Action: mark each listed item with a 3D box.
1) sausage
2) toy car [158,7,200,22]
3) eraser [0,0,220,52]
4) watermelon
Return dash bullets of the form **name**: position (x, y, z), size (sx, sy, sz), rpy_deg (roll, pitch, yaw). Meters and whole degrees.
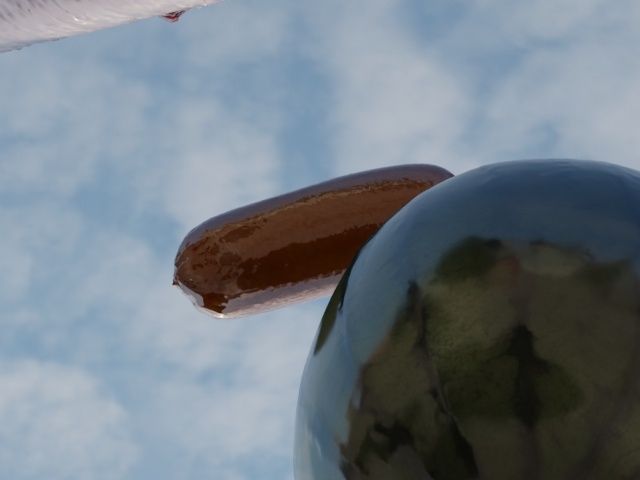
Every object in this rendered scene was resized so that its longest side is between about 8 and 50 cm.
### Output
- **sausage**: position (0.000, 0.000, 1.181), size (0.197, 0.076, 0.076), rpy_deg (-16, -102, -18)
- **toy car**: position (-0.124, -0.147, 0.889), size (0.112, 0.139, 0.112), rpy_deg (-35, -133, 2)
- **eraser**: position (-0.003, -0.179, 0.565), size (0.122, 0.272, 0.359), rpy_deg (55, -25, -20)
- **watermelon**: position (0.124, 0.095, 1.002), size (0.279, 0.359, 0.279), rpy_deg (2, -67, 4)
